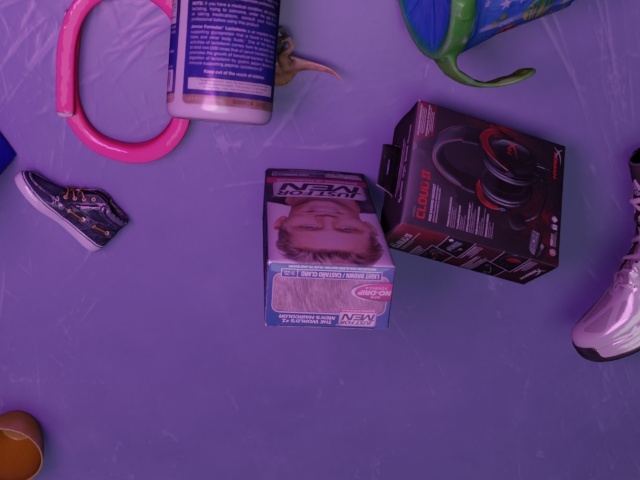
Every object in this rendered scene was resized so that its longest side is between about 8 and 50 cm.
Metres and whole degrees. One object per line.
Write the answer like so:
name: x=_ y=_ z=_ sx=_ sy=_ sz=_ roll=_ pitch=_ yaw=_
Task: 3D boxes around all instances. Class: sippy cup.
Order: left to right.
sippy cup: x=0.242 y=-0.391 z=1.073 sx=0.224 sy=0.240 sz=0.305 roll=-14 pitch=140 yaw=-9

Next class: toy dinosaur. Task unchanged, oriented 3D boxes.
toy dinosaur: x=-0.058 y=-0.282 z=1.195 sx=0.183 sy=0.053 sz=0.093 roll=-5 pitch=132 yaw=6

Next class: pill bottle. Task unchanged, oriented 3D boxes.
pill bottle: x=-0.135 y=-0.301 z=1.085 sx=0.153 sy=0.153 sz=0.265 roll=4 pitch=97 yaw=-7

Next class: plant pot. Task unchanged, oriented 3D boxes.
plant pot: x=-0.580 y=0.377 z=1.441 sx=0.134 sy=0.095 sz=0.134 roll=-2 pitch=116 yaw=-4

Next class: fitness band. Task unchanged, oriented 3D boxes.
fitness band: x=-0.295 y=-0.257 z=1.176 sx=0.209 sy=0.054 sz=0.291 roll=7 pitch=116 yaw=-9

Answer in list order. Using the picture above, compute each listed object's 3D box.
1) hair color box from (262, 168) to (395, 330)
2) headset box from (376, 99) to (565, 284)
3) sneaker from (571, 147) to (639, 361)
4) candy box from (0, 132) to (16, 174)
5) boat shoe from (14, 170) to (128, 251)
hair color box: x=0.000 y=0.000 z=1.163 sx=0.174 sy=0.347 sz=0.105 roll=2 pitch=116 yaw=-6
headset box: x=0.227 y=-0.077 z=1.213 sx=0.293 sy=0.218 sz=0.110 roll=16 pitch=158 yaw=-11
sneaker: x=0.561 y=-0.011 z=1.331 sx=0.257 sy=0.169 sz=0.447 roll=44 pitch=98 yaw=-13
candy box: x=-0.604 y=-0.178 z=1.070 sx=0.122 sy=0.268 sz=0.317 roll=-24 pitch=116 yaw=11
boat shoe: x=-0.405 y=-0.067 z=1.259 sx=0.083 sy=0.065 sz=0.183 roll=-39 pitch=119 yaw=11
